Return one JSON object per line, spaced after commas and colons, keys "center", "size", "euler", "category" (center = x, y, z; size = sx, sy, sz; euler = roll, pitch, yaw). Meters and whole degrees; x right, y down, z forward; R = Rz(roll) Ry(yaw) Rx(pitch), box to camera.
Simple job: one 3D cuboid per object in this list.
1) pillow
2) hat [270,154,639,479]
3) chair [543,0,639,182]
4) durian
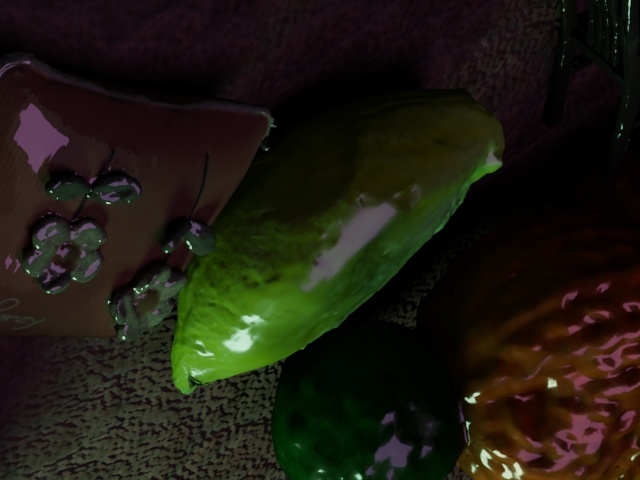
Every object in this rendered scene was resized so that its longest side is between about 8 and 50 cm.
{"center": [-0.122, -0.009, 0.707], "size": [0.179, 0.075, 0.171], "euler": [7, 123, -47], "category": "pillow"}
{"center": [0.161, 0.065, 0.999], "size": [0.400, 0.285, 0.285], "euler": [3, 129, -14], "category": "hat"}
{"center": [0.210, -0.149, 0.892], "size": [0.101, 0.084, 0.212], "euler": [-26, 142, -18], "category": "chair"}
{"center": [0.000, 0.000, 0.818], "size": [0.250, 0.101, 0.139], "euler": [-42, 146, -3], "category": "durian"}
